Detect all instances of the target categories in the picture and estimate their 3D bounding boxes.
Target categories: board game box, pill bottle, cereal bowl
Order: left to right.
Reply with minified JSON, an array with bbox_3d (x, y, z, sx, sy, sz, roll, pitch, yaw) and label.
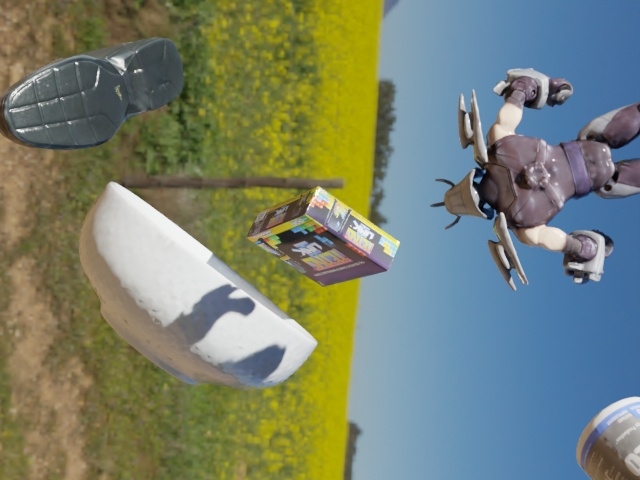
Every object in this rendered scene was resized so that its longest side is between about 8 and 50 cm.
[{"bbox_3d":[-0.175,0.080,1.190,0.141,0.339,0.339,-51,176,-3],"label":"cereal bowl"},{"bbox_3d":[0.000,0.000,1.256,0.170,0.141,0.048,-19,-139,58],"label":"board game box"},{"bbox_3d":[0.261,0.187,0.694,0.137,0.078,0.078,-130,-145,-51],"label":"pill bottle"}]

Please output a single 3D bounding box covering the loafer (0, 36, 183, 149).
[{"bbox_3d":[-0.167,-0.101,0.652,0.170,0.061,0.062,-34,120,-56],"label":"loafer"}]

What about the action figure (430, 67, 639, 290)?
[{"bbox_3d":[0.226,-0.063,0.750,0.099,0.284,0.186,-42,115,-77],"label":"action figure"}]
